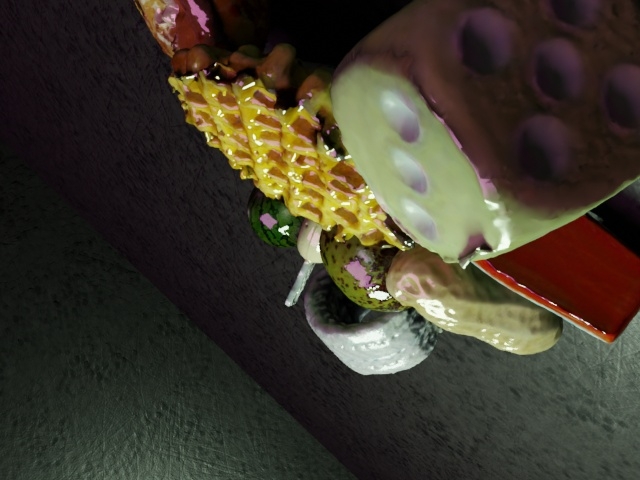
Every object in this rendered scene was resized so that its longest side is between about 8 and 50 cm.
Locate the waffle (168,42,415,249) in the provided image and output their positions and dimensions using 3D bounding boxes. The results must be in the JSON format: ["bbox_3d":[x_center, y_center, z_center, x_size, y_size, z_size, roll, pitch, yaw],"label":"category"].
[{"bbox_3d":[-0.038,-0.125,1.062,0.380,0.095,0.382,16,153,49],"label":"waffle"}]

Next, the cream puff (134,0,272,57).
[{"bbox_3d":[-0.167,-0.351,1.134,0.240,0.164,0.240,44,152,31],"label":"cream puff"}]

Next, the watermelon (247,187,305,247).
[{"bbox_3d":[-0.061,-0.046,1.510,0.141,0.140,0.187,18,153,45],"label":"watermelon"}]

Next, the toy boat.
[{"bbox_3d":[0.287,-0.001,1.050,0.332,0.145,0.133,37,-176,16],"label":"toy boat"}]

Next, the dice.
[{"bbox_3d":[0.175,-0.136,0.791,0.249,0.254,0.252,59,163,-3],"label":"dice"}]

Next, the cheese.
[{"bbox_3d":[-0.005,0.002,1.399,0.071,0.249,0.163,28,169,11],"label":"cheese"}]

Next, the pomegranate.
[{"bbox_3d":[0.127,0.000,1.264,0.248,0.214,0.214,-37,101,28],"label":"pomegranate"}]

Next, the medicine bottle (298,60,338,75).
[{"bbox_3d":[0.029,-0.189,1.129,0.341,0.130,0.130,20,148,41],"label":"medicine bottle"}]

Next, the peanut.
[{"bbox_3d":[0.239,0.076,1.162,0.313,0.152,0.152,20,164,-21],"label":"peanut"}]

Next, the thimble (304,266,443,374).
[{"bbox_3d":[0.103,0.135,1.462,0.245,0.217,0.157,6,147,43],"label":"thimble"}]
